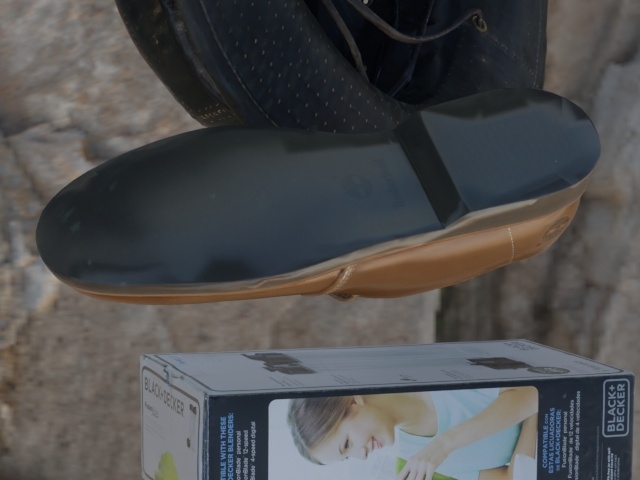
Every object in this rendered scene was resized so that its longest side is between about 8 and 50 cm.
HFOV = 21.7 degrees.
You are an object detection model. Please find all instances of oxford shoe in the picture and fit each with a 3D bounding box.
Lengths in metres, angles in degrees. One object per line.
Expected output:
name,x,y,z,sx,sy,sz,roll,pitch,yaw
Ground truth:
oxford shoe,0.000,0.000,0.636,0.212,0.076,0.076,-7,54,-8

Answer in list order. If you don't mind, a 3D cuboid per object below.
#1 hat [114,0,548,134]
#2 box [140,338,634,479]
hat,-0.015,-0.143,0.807,0.331,0.134,0.331,23,58,-44
box,0.039,0.122,1.094,0.290,0.169,0.087,-1,95,-20
